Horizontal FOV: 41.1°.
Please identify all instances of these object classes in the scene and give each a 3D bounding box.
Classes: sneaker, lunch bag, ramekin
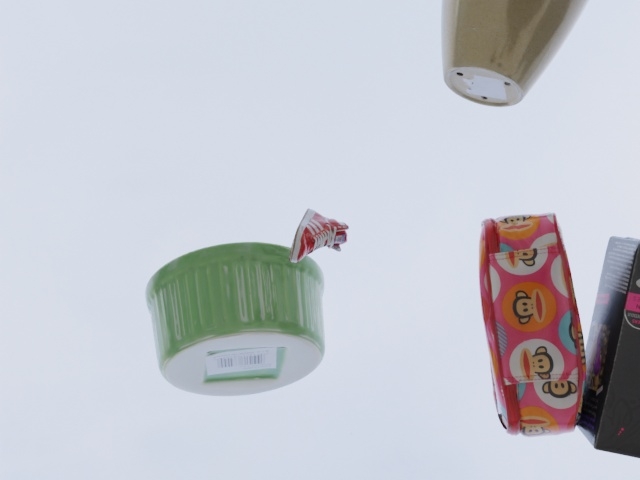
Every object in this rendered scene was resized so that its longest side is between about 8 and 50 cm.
[{"bbox_3d":[0.000,0.000,1.126,0.067,0.118,0.042,20,-58,2],"label":"sneaker"},{"bbox_3d":[0.287,0.117,1.171,0.120,0.258,0.293,-6,-101,11],"label":"lunch bag"},{"bbox_3d":[-0.134,0.143,1.415,0.304,0.303,0.148,-9,-121,0],"label":"ramekin"}]

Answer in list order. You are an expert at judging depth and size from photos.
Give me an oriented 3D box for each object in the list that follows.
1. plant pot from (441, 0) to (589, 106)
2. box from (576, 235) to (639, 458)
[{"bbox_3d":[0.293,-0.358,1.334,0.257,0.256,0.274,17,-103,6],"label":"plant pot"},{"bbox_3d":[0.445,0.141,1.109,0.165,0.143,0.270,10,-86,3],"label":"box"}]
